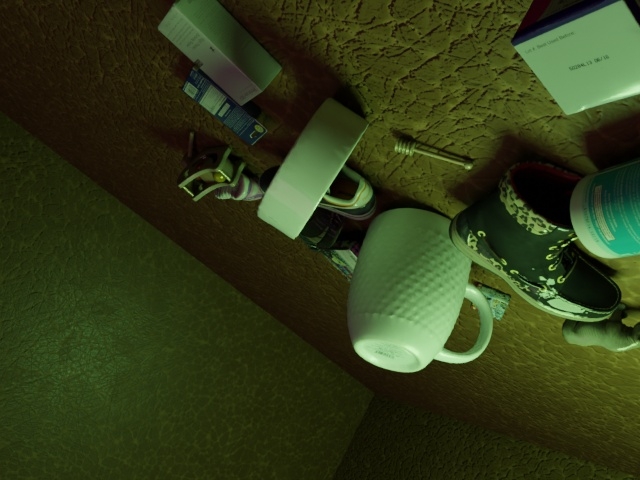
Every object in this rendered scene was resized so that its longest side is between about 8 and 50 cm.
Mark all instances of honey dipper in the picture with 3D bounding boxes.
[{"bbox_3d":[0.228,-0.172,1.079,0.160,0.031,0.030,21,157,18],"label":"honey dipper"}]

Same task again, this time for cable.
[{"bbox_3d":[0.000,0.000,1.751,0.150,0.047,0.184,24,157,18],"label":"cable"}]

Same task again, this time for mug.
[{"bbox_3d":[0.248,0.153,1.304,0.373,0.328,0.276,25,149,-5],"label":"mug"}]

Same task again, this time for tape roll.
[{"bbox_3d":[-0.016,-0.148,1.108,0.100,0.286,0.286,33,159,-3],"label":"tape roll"}]

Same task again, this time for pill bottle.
[{"bbox_3d":[0.512,-0.061,0.771,0.146,0.146,0.264,36,159,-13],"label":"pill bottle"}]

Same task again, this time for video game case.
[{"bbox_3d":[0.118,0.089,1.646,0.232,0.042,0.210,46,161,-19],"label":"video game case"}]

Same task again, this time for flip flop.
[{"bbox_3d":[0.022,-0.068,1.543,0.112,0.080,0.277,35,144,4],"label":"flip flop"}]

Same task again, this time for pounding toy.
[{"bbox_3d":[-0.366,-0.222,1.604,0.269,0.154,0.155,5,147,48],"label":"pounding toy"}]

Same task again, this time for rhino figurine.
[{"bbox_3d":[0.661,0.200,1.207,0.073,0.106,0.243,42,157,-27],"label":"rhino figurine"}]

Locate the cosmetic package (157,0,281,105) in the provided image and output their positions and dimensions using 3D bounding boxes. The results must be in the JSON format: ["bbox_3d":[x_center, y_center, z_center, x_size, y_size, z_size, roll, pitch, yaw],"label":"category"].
[{"bbox_3d":[-0.205,-0.395,1.097,0.231,0.086,0.117,42,157,-22],"label":"cosmetic package"}]

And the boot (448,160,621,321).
[{"bbox_3d":[0.457,0.009,1.034,0.377,0.138,0.284,34,160,8],"label":"boot"}]

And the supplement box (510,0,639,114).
[{"bbox_3d":[0.300,-0.251,0.532,0.114,0.220,0.111,39,158,-24],"label":"supplement box"}]

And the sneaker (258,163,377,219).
[{"bbox_3d":[-0.016,-0.147,1.340,0.320,0.126,0.127,12,158,18],"label":"sneaker"}]

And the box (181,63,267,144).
[{"bbox_3d":[-0.233,-0.336,1.330,0.225,0.037,0.136,39,158,-16],"label":"box"}]

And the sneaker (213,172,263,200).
[{"bbox_3d":[-0.254,-0.167,1.678,0.104,0.095,0.236,7,-173,-36],"label":"sneaker"}]

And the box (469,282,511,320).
[{"bbox_3d":[0.478,0.174,1.512,0.093,0.027,0.137,23,157,18],"label":"box"}]
